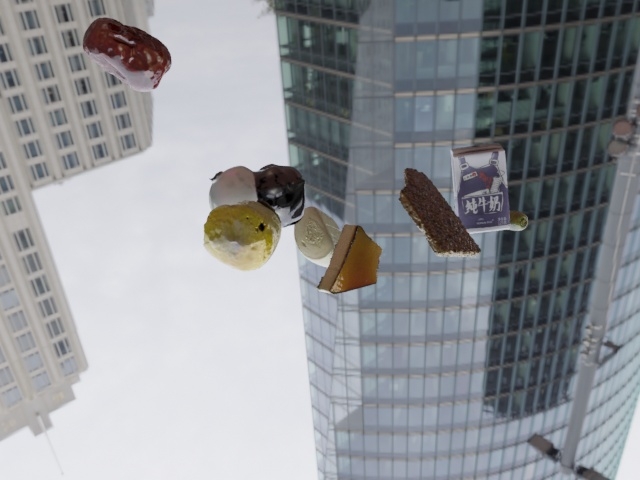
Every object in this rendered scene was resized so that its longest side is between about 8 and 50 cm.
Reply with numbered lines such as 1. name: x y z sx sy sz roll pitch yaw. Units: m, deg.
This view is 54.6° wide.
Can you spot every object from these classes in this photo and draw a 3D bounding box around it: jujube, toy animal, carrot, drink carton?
1. jujube: -0.520 -0.504 1.677 0.230 0.155 0.155 28 -164 -31
2. toy animal: -0.228 -0.151 2.140 0.310 0.251 0.251 -9 -150 -24
3. carrot: 0.629 -0.095 2.343 0.074 0.074 0.358 -21 -159 -26
4. drink carton: 0.424 -0.139 1.652 0.134 0.222 0.102 -6 -161 10

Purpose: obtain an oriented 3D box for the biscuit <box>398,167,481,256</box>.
1. biscuit: 0.212 -0.062 1.205 0.131 0.026 0.237 5 -134 -42

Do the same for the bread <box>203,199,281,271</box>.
1. bread: -0.204 -0.019 1.653 0.197 0.197 0.170 4 -160 13

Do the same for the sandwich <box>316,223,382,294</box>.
1. sandwich: 0.086 0.078 1.597 0.058 0.162 0.193 7 -115 42

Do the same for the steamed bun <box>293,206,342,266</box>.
1. steamed bun: 0.000 0.000 2.495 0.155 0.200 0.250 -31 -117 18
